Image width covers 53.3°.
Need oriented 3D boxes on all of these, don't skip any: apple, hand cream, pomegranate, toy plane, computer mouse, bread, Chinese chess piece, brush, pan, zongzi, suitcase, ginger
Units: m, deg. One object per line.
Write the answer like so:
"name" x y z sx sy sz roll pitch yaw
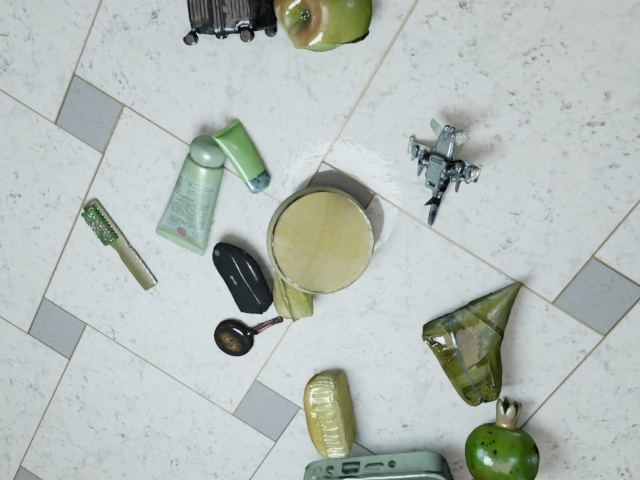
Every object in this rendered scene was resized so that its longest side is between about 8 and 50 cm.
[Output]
"apple" 0.010 -0.487 1.323 0.207 0.188 0.173 40 118 0
"hand cream" -0.184 -0.196 1.536 0.046 0.095 0.175 -16 111 49
"pomegranate" 0.459 0.512 1.603 0.187 0.187 0.225 8 86 10
"toy plane" 0.266 -0.138 1.445 0.192 0.088 0.261 28 120 32
"computer mouse" -0.197 0.093 1.636 0.122 0.074 0.217 -23 96 52
"bread" 0.022 0.460 1.693 0.106 0.140 0.236 -5 107 18
"Chinese chess piece" 0.000 0.000 1.505 0.258 0.104 0.256 -1 95 -6
"brush" -0.543 0.018 1.717 0.054 0.048 0.282 -30 102 24
"pan" -0.195 0.253 1.723 0.212 0.040 0.114 -21 109 20
"zongzi" 0.417 0.255 1.538 0.275 0.125 0.250 -30 100 15
"hand cream" -0.313 -0.112 1.589 0.147 0.093 0.305 26 115 3
"suitcase" -0.191 -0.583 1.308 0.152 0.229 0.334 1 110 10
"ginger" -0.087 0.112 1.620 0.123 0.115 0.193 -18 82 50

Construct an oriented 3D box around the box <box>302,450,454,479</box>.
"box" 0.182 0.732 1.726 0.396 0.111 0.396 -12 123 16
